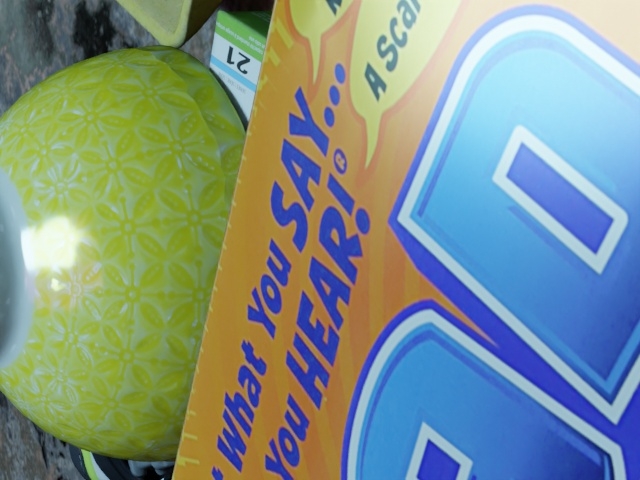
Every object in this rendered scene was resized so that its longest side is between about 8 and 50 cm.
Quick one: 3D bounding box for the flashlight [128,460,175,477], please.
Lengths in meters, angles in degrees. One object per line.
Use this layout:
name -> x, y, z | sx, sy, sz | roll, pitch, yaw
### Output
flashlight -> -0.126, 0.023, 1.198 | 0.103, 0.103, 0.304 | -17, 80, 27

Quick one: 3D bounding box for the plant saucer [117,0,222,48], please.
plant saucer -> -0.119, -0.357, 1.134 | 0.333, 0.081, 0.333 | 44, 129, 40

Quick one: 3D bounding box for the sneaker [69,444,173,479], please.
sneaker -> -0.152, 0.102, 1.275 | 0.097, 0.084, 0.235 | 12, 113, 43

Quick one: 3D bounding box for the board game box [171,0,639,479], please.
board game box -> 0.205, 0.073, 0.509 | 0.356, 0.356, 0.357 | 36, 124, 38

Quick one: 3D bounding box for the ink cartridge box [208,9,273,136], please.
ink cartridge box -> 0.000, 0.000, 1.022 | 0.189, 0.097, 0.255 | 37, 124, 44

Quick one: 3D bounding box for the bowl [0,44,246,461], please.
bowl -> -0.172, 0.013, 1.047 | 0.289, 0.156, 0.289 | 8, 100, 56
